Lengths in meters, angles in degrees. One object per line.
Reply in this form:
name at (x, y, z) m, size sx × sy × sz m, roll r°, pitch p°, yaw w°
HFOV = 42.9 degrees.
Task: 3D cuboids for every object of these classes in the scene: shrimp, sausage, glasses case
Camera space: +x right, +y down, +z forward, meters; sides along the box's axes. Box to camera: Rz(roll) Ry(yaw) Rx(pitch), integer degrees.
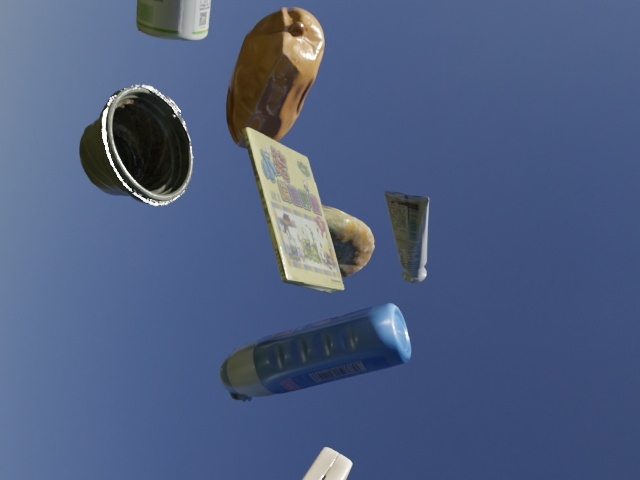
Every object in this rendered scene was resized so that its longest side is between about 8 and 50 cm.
shrimp at (0.000, 0.000, 1.866) m, size 0.168 × 0.317 × 0.077 m, roll -56°, pitch -140°, yaw 12°
sausage at (-0.073, -0.242, 1.219) m, size 0.241 × 0.120 × 0.136 m, roll 120°, pitch -27°, yaw -47°
glasses case at (-0.042, 0.581, 1.681) m, size 0.076 × 0.336 × 0.144 m, roll 27°, pitch -57°, yaw 13°

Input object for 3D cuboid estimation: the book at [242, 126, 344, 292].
book at (-0.031, -0.032, 1.000) m, size 0.013 × 0.168 × 0.192 m, roll -21°, pitch -106°, yaw 20°

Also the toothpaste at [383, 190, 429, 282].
toothpaste at (0.226, -0.013, 2.052) m, size 0.114 × 0.299 × 0.073 m, roll 12°, pitch -130°, yaw 22°

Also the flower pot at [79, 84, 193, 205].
flower pot at (-0.366, -0.170, 1.553) m, size 0.140 × 0.235 × 0.235 m, roll -11°, pitch -112°, yaw 31°

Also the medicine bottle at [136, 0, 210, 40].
medicine bottle at (-0.164, -0.328, 0.931) m, size 0.086 × 0.086 × 0.183 m, roll -131°, pitch -136°, yaw -53°

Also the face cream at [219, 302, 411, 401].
face cream at (-0.013, 0.157, 1.111) m, size 0.264 × 0.149 × 0.083 m, roll -16°, pitch -107°, yaw 13°
